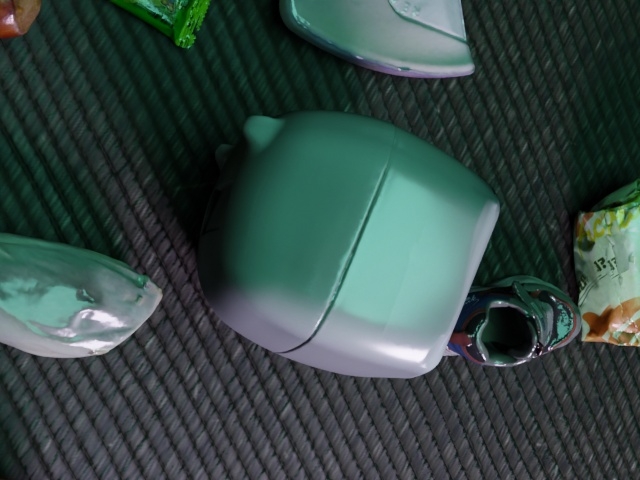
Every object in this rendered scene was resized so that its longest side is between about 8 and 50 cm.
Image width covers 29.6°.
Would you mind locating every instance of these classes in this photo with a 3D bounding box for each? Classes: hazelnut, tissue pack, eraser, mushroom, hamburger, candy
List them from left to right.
[{"bbox_3d":[-0.315,0.044,1.114,0.351,0.097,0.109,10,86,-26],"label":"mushroom"},{"bbox_3d":[-0.298,-0.226,1.113,0.086,0.086,0.086,-2,95,-29],"label":"hazelnut"},{"bbox_3d":[-0.184,-0.273,1.193,0.178,0.032,0.102,28,80,-28],"label":"candy"},{"bbox_3d":[0.000,0.000,1.150,0.236,0.333,0.229,23,83,-9],"label":"tissue pack"},{"bbox_3d":[0.056,-0.266,1.313,0.243,0.059,0.204,-14,101,-31],"label":"eraser"},{"bbox_3d":[0.427,0.024,1.504,0.235,0.125,0.214,-2,105,-15],"label":"hamburger"}]

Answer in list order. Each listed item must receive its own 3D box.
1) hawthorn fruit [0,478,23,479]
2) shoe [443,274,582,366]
[{"bbox_3d":[-0.285,0.317,1.069,0.235,0.231,0.263,-46,119,-30],"label":"hawthorn fruit"},{"bbox_3d":[0.229,0.094,1.403,0.227,0.125,0.099,-2,92,-28],"label":"shoe"}]
